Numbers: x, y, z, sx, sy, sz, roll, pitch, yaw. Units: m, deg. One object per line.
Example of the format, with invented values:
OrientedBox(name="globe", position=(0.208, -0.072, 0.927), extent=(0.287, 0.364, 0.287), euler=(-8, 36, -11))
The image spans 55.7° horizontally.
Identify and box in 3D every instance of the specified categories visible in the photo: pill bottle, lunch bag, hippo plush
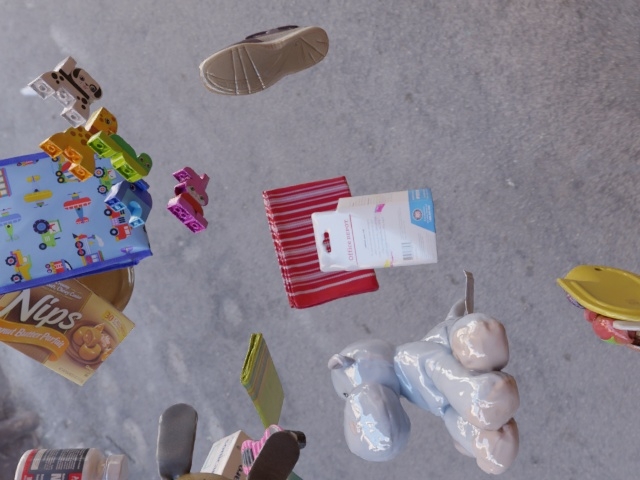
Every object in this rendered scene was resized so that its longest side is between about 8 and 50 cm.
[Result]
OrientedBox(name="pill bottle", position=(-0.457, 0.442, 1.124), extent=(0.180, 0.108, 0.107), euler=(0, 106, -6))
OrientedBox(name="lunch bag", position=(-0.473, -0.037, 1.049), extent=(0.138, 0.293, 0.220), euler=(-21, 85, 59))
OrientedBox(name="hippo plush", position=(0.131, 0.188, 0.858), extent=(0.237, 0.234, 0.294), euler=(-8, 60, 2))

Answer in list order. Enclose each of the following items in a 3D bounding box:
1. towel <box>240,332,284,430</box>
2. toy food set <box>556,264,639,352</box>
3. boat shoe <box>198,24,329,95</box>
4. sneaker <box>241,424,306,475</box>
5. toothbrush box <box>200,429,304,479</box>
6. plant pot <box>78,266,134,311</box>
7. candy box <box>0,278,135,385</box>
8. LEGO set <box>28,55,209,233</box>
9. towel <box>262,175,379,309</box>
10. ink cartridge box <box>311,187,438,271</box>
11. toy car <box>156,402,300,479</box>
OrientedBox(name="towel", position=(-0.107, 0.278, 1.136), extent=(0.021, 0.102, 0.237), euler=(4, 140, 14))
OrientedBox(name="toy food set", position=(0.403, 0.102, 0.820), extent=(0.128, 0.218, 0.071), euler=(-1, 109, -1))
OrientedBox(name="boat shoe", position=(-0.122, -0.377, 1.252), extent=(0.092, 0.285, 0.102), euler=(40, 151, 51))
OrientedBox(name="sneaker", position=(-0.061, 0.273, 0.786), extent=(0.119, 0.057, 0.047), euler=(-41, 52, 43))
OrientedBox(name="toothbrush box", position=(-0.162, 0.649, 1.482), extent=(0.295, 0.216, 0.126), euler=(44, 125, -16))
OrientedBox(name="plant pot", position=(-0.568, 0.101, 1.472), extent=(0.032, 0.236, 0.236), euler=(5, 105, 43))
OrientedBox(name="candy box", position=(-0.571, 0.166, 1.305), extent=(0.088, 0.183, 0.316), euler=(27, 161, 38))
OrientedBox(name="LEGO set", position=(-0.221, -0.103, 0.666), extent=(0.087, 0.093, 0.227), euler=(-19, 131, 29))
OrientedBox(name="towel", position=(0.000, 0.000, 1.287), extent=(0.031, 0.199, 0.274), euler=(121, 136, -67))
OrientedBox(name="ink cartridge box", position=(0.085, -0.015, 0.935), extent=(0.181, 0.061, 0.104), euler=(-5, 112, 9))
OrientedBox(name="toy car", position=(-0.085, 0.210, 0.399), extent=(0.155, 0.188, 0.149), euler=(18, 152, -8))
